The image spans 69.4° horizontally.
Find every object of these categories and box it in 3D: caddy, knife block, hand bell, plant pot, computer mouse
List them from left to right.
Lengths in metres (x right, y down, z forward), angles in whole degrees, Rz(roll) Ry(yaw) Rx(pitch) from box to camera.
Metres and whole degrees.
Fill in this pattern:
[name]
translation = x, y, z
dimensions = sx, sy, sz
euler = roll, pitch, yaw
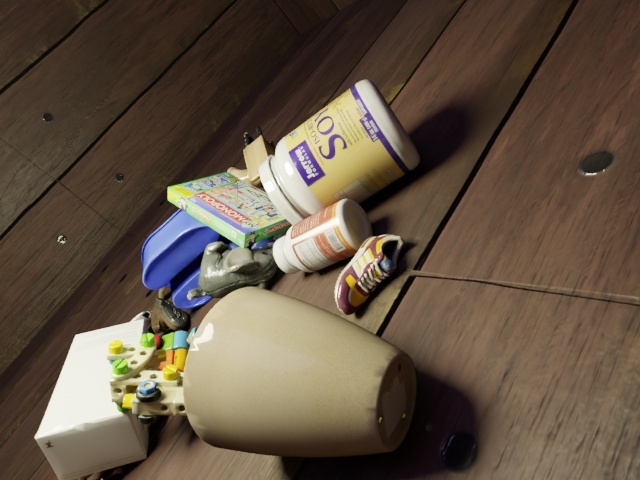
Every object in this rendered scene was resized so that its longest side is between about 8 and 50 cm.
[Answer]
[computer mouse]
translation = -0.575, 0.266, 1.500
dimensions = 0.106, 0.042, 0.193
euler = -43, 2, -8
[caddy]
translation = -0.374, 0.037, 1.381
dimensions = 0.341, 0.241, 0.179
euler = -39, 34, 10
[knife block]
translation = -0.210, -0.296, 1.581
dimensions = 0.088, 0.242, 0.275
euler = -38, -6, 14
[hand bell]
translation = -0.220, -0.256, 1.749
dimensions = 0.242, 0.126, 0.126
euler = -17, 37, 22
[plant pot]
translation = -0.010, 0.209, 0.681
dimensions = 0.274, 0.256, 0.256
euler = 3, 51, 34

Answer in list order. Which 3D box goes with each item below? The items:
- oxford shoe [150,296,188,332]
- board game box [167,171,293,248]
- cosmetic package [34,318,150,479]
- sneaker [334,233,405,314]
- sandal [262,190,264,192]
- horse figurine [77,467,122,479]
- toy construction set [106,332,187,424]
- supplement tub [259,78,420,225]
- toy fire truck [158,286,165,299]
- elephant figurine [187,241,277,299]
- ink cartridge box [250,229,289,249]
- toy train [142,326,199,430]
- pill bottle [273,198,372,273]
[oxford shoe]
translation = -0.463, 0.246, 1.405
dimensions = 0.227, 0.082, 0.096
euler = 9, 75, 60
[board game box]
translation = -0.240, -0.095, 1.287
dimensions = 0.317, 0.046, 0.213
euler = 29, 34, 29
[cosmetic package]
translation = -0.529, 0.372, 1.146
dimensions = 0.197, 0.155, 0.365
euler = -12, 27, -9
[sneaker]
translation = 0.095, 0.060, 0.887
dimensions = 0.084, 0.069, 0.185
euler = -11, 43, 55
[sandal]
translation = -0.230, -0.102, 1.517
dimensions = 0.120, 0.086, 0.303
euler = -14, 15, -5
[horse figurine]
translation = -0.535, 0.599, 1.015
dimensions = 0.174, 0.066, 0.263
euler = -31, 31, 16
[toy construction set]
translation = -0.306, 0.282, 0.998
dimensions = 0.327, 0.151, 0.215
euler = -10, 23, 0
[supplement tub]
translation = 0.043, -0.195, 1.111
dimensions = 0.331, 0.241, 0.241
euler = -33, 29, 17
[toy fire truck]
translation = -0.501, 0.086, 1.615
dimensions = 0.246, 0.158, 0.217
euler = -28, 30, 9
[elephant figurine]
translation = -0.188, 0.074, 1.187
dimensions = 0.239, 0.169, 0.186
euler = -1, 78, 33
[ink cartridge box]
translation = -0.133, -0.046, 1.370
dimensions = 0.097, 0.046, 0.207
euler = -26, 33, 33
[toy train]
translation = -0.347, 0.325, 1.119
dimensions = 0.143, 0.105, 0.248
euler = -22, 41, 7
[pill bottle]
translation = 0.000, 0.000, 1.044
dimensions = 0.216, 0.121, 0.121
euler = -25, 33, 34
